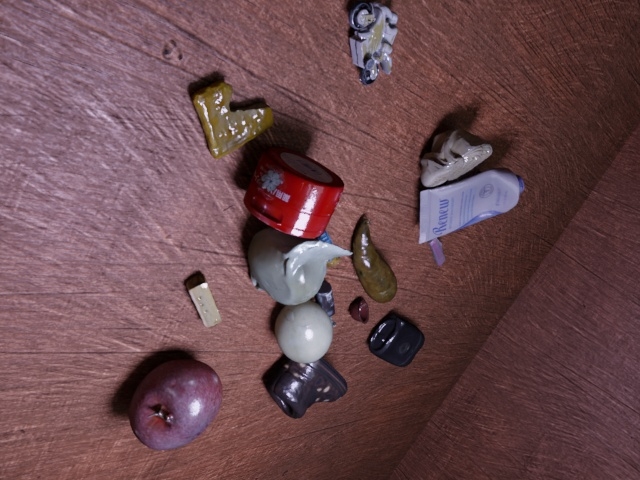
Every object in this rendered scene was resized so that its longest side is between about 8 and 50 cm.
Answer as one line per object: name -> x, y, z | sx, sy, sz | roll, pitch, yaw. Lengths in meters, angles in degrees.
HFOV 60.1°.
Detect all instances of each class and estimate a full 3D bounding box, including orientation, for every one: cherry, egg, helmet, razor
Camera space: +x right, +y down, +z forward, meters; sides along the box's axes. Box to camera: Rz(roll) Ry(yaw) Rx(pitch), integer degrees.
cherry -> -0.389, 0.449, 1.542 | 0.261, 0.221, 0.307 | -45, 159, 8
egg -> -0.053, 0.295, 1.785 | 0.186, 0.186, 0.253 | -36, 141, -19
helmet -> 0.140, 0.270, 2.086 | 0.111, 0.057, 0.089 | 39, 49, -60
razor -> 0.331, 0.437, 2.406 | 0.204, 0.113, 0.349 | -51, 144, 1

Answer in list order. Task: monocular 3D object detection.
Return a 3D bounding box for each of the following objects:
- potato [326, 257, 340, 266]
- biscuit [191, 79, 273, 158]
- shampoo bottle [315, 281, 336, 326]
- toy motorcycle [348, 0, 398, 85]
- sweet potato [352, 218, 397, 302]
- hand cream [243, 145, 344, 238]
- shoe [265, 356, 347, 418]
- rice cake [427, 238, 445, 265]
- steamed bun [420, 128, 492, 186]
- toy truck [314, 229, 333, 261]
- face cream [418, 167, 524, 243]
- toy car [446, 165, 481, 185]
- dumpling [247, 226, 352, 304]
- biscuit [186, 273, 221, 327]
potato -> 0.030, 0.061, 1.785 | 0.051, 0.040, 0.083 | -46, 146, 18
biscuit -> -0.192, -0.284, 1.218 | 0.174, 0.039, 0.183 | -37, 144, -16
shampoo bottle -> 0.022, 0.225, 1.911 | 0.057, 0.063, 0.208 | -25, 140, -13
toy motorcycle -> 0.134, -0.495, 1.352 | 0.151, 0.074, 0.229 | -42, 142, -17
sweet potato -> 0.180, 0.095, 1.920 | 0.130, 0.130, 0.423 | -41, 136, -12
hand cream -> -0.063, -0.121, 1.355 | 0.230, 0.230, 0.149 | 5, 119, -50
shoe -> -0.050, 0.544, 2.034 | 0.237, 0.171, 0.384 | -50, 145, -11
rice cake -> 0.473, 0.041, 2.258 | 0.047, 0.036, 0.207 | -52, 146, -13
steamed bun -> 0.420, -0.284, 1.806 | 0.211, 0.144, 0.218 | -18, 166, -28
toy truck -> 0.000, 0.000, 1.685 | 0.063, 0.074, 0.136 | -31, 101, -27
face cream -> 0.534, -0.144, 1.965 | 0.420, 0.137, 0.235 | -19, 134, -13
toy car -> 0.515, -0.195, 2.037 | 0.108, 0.089, 0.210 | -30, 139, -25
dumpling -> -0.074, 0.074, 1.499 | 0.270, 0.320, 0.212 | 23, 91, -37
biscuit -> -0.315, 0.167, 1.499 | 0.056, 0.052, 0.188 | -20, 138, -12
